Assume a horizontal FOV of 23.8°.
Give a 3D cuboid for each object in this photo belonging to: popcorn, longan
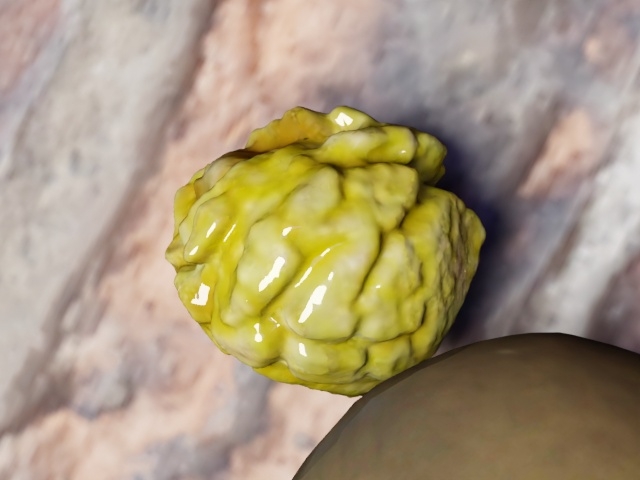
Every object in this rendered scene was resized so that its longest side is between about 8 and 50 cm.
[{"bbox_3d":[0.000,0.000,0.548,0.116,0.121,0.106,33,96,22],"label":"popcorn"},{"bbox_3d":[0.066,0.123,0.502,0.189,0.189,0.189,-1,86,15],"label":"longan"}]
